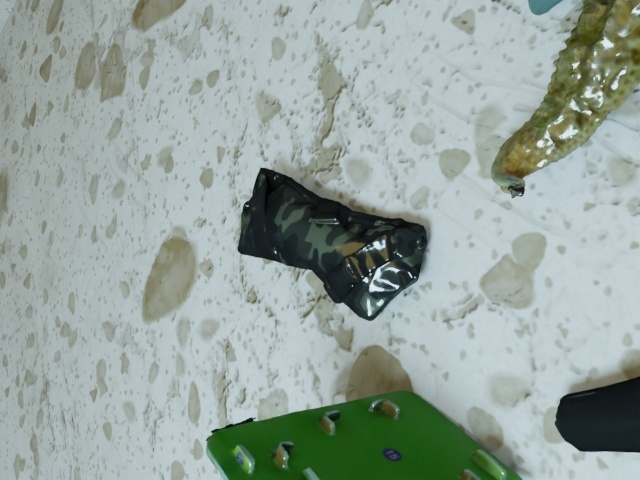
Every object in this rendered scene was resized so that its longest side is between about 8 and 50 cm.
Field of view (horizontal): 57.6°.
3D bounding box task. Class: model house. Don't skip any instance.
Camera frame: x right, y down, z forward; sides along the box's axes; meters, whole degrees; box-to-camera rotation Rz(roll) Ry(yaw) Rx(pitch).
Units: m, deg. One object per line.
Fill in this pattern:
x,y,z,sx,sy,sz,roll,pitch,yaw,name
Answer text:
0.059,0.389,0.600,0.340,0.300,0.324,33,117,48,model house

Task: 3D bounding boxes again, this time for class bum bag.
0.000,0.000,0.844,0.340,0.095,0.144,24,97,36,bum bag

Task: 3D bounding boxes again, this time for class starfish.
0.269,-0.291,0.566,0.432,0.082,0.324,-45,60,31,starfish

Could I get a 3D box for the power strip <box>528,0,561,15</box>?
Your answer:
0.331,-0.281,0.593,0.253,0.054,0.167,46,113,37,power strip

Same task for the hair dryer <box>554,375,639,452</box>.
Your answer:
0.346,0.028,0.531,0.303,0.120,0.359,-29,53,53,hair dryer
